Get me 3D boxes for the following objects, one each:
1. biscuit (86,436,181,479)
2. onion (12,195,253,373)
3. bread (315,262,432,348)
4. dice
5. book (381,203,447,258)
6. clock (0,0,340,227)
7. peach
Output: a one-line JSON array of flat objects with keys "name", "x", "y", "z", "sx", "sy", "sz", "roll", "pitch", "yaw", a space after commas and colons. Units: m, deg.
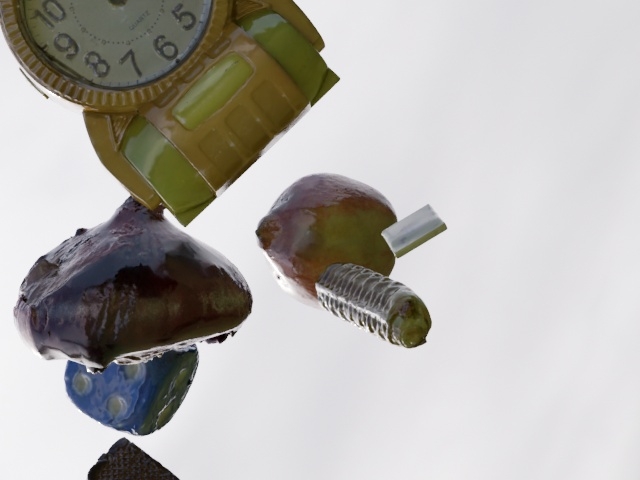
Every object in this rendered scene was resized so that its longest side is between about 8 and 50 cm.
[{"name": "biscuit", "x": -0.231, "y": 0.489, "z": 2.736, "sx": 0.107, "sy": 0.388, "sz": 0.073, "roll": -46, "pitch": -19, "yaw": -26}, {"name": "onion", "x": -0.209, "y": 0.042, "z": 1.769, "sx": 0.272, "sy": 0.272, "sz": 0.195, "roll": -8, "pitch": -86, "yaw": -65}, {"name": "bread", "x": 0.073, "y": 0.091, "z": 2.369, "sx": 0.077, "sy": 0.367, "sz": 0.084, "roll": -19, "pitch": -78, "yaw": -14}, {"name": "dice", "x": -0.261, "y": 0.181, "z": 2.243, "sx": 0.146, "sy": 0.146, "sz": 0.143, "roll": -62, "pitch": -15, "yaw": 13}, {"name": "book", "x": 0.122, "y": -0.014, "z": 2.112, "sx": 0.014, "sy": 0.077, "sz": 0.111, "roll": 58, "pitch": -178, "yaw": -15}, {"name": "clock", "x": -0.166, "y": -0.194, "z": 1.573, "sx": 0.244, "sy": 0.317, "sz": 0.200, "roll": -45, "pitch": 1, "yaw": -8}, {"name": "peach", "x": 0.000, "y": 0.000, "z": 2.672, "sx": 0.256, "sy": 0.232, "sz": 0.232, "roll": 2, "pitch": -70, "yaw": -26}]
